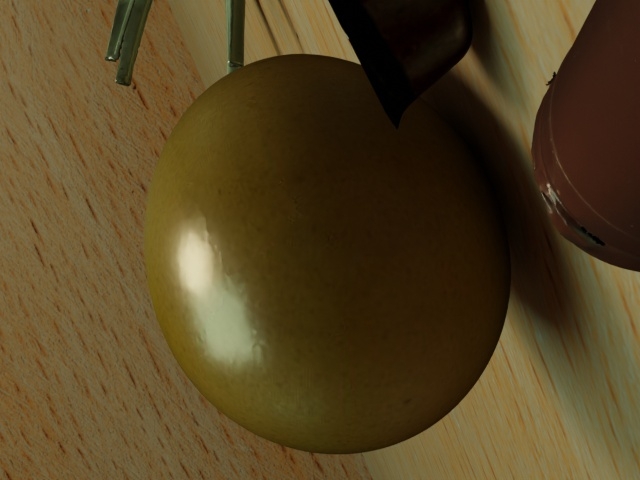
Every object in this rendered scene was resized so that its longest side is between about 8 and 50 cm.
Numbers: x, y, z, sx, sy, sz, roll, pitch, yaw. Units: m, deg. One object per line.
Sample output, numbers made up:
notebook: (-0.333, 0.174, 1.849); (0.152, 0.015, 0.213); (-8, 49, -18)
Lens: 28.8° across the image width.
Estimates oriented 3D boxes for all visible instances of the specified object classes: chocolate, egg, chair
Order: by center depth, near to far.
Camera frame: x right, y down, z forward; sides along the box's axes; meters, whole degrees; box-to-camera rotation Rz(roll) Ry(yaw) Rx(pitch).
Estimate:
chocolate: (0.043, -0.153, 0.753); (0.148, 0.080, 0.125); (60, -174, -12)
egg: (0.000, 0.000, 0.887); (0.322, 0.250, 0.250); (-109, 1, -46)
chair: (-0.174, -0.321, 1.446); (0.203, 0.190, 0.274); (124, 150, -82)

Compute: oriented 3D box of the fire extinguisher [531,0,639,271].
fire extinguisher: (0.127, -0.069, 0.340); (0.269, 0.105, 0.105); (90, 155, -75)
